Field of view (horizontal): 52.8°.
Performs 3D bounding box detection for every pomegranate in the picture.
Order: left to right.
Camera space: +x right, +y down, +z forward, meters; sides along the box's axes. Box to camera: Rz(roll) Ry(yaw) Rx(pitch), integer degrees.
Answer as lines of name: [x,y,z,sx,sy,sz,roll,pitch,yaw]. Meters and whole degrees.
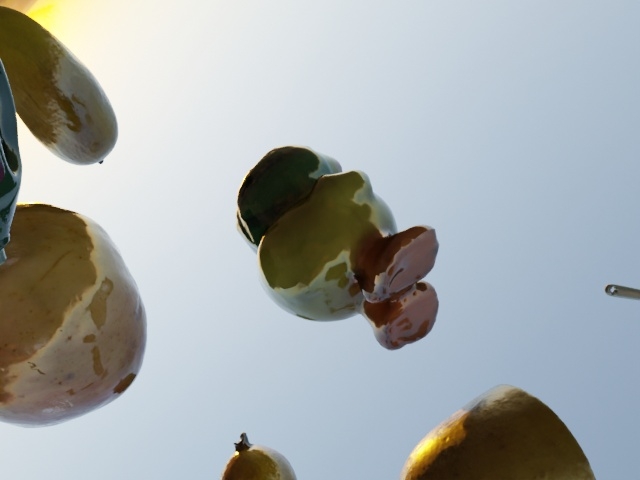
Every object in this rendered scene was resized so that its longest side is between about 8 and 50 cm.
pomegranate: [-0.427,0.114,0.936,0.338,0.338,0.338,-34,-147,26]

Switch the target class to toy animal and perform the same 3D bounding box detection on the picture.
toy animal: [-0.003,0.001,0.860,0.191,0.216,0.338,-30,-135,-16]

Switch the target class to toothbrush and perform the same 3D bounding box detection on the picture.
toothbrush: [0.872,0.147,1.519,0.386,0.040,0.040,10,-124,12]

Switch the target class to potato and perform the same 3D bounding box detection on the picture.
potato: [0.153,0.253,0.637,0.158,0.203,0.178,-19,-107,-11]

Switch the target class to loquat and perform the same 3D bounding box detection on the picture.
loquat: [-0.156,0.588,1.562,0.213,0.213,0.246,-29,-105,32]

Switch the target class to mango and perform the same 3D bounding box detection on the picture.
mango: [-0.495,-0.277,1.194,0.195,0.331,0.142,10,-127,29]

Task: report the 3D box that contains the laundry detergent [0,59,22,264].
laundry detergent: [-0.300,-0.078,0.544,0.063,0.211,0.137,0,-151,9]
